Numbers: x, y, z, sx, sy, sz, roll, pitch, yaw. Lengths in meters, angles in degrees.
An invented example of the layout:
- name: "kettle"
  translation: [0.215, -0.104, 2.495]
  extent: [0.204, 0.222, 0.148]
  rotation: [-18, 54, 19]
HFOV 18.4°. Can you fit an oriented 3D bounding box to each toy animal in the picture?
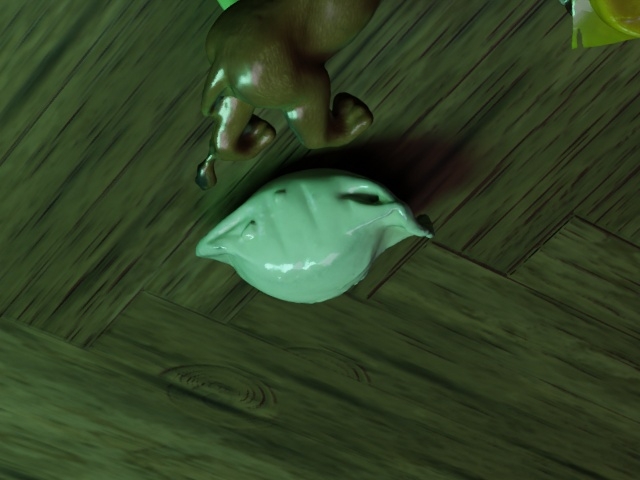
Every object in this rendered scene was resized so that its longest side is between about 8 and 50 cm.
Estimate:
- name: "toy animal"
  translation: [0.002, -0.170, 1.309]
  extent: [0.312, 0.097, 0.157]
  rotation: [-53, 144, -2]

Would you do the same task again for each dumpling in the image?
- name: "dumpling"
  translation: [-0.002, 0.000, 1.539]
  extent: [0.169, 0.100, 0.134]
  rotation: [-30, 164, 7]

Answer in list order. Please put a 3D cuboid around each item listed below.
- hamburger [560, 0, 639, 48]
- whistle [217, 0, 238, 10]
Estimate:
- name: "hamburger"
  translation: [0.237, -0.210, 1.352]
  extent: [0.190, 0.093, 0.164]
  rotation: [1, 132, -12]
- name: "whistle"
  translation: [-0.080, -0.230, 1.289]
  extent: [0.085, 0.105, 0.227]
  rotation: [10, 145, 28]
